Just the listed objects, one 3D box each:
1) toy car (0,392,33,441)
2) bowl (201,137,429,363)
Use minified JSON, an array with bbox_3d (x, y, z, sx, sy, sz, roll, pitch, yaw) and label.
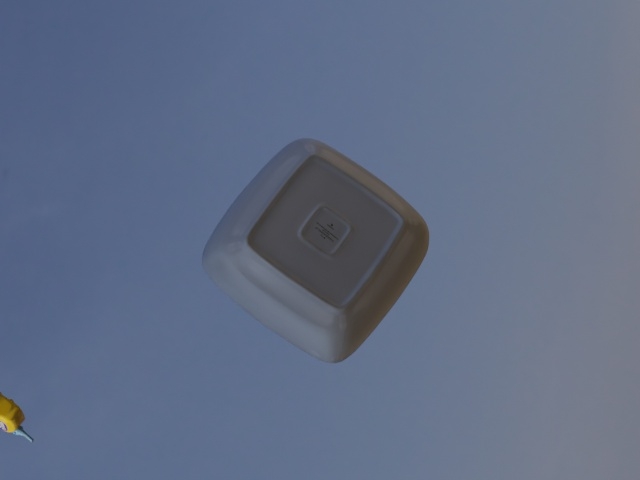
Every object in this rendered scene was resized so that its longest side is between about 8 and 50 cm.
[{"bbox_3d":[-0.143,0.113,0.726,0.060,0.040,0.122,-45,-25,-38],"label":"toy car"},{"bbox_3d":[0.000,0.000,1.321,0.142,0.142,0.053,-52,-5,-19],"label":"bowl"}]
